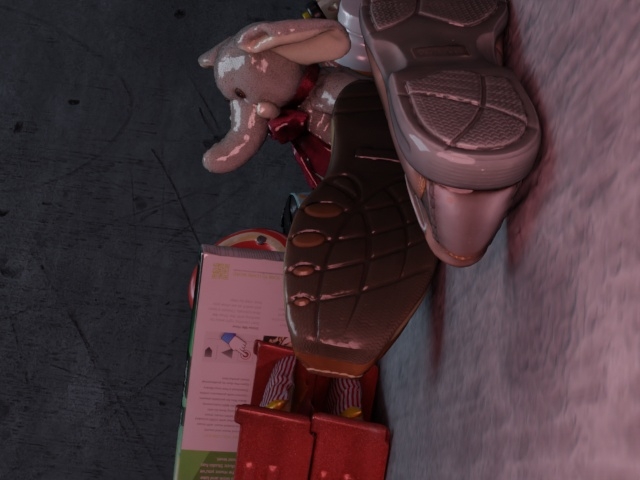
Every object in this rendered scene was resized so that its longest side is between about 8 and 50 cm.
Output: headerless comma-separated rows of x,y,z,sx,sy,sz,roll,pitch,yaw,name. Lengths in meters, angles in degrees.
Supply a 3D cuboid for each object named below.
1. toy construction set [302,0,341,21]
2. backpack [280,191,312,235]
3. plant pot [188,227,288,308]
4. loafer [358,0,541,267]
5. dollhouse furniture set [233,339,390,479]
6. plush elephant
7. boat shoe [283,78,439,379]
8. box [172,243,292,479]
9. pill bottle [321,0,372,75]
0.054,-0.524,1.429,0.308,0.258,0.237,97,157,-61,toy construction set
0.000,0.000,1.434,0.165,0.145,0.188,96,154,-47,backpack
-0.076,0.090,1.083,0.174,0.191,0.191,68,-157,-50,plant pot
0.070,-0.094,0.479,0.267,0.096,0.084,-87,-2,-50,loafer
-0.031,0.325,0.856,0.201,0.152,0.373,-89,7,-80,dollhouse furniture set
-0.028,-0.154,0.936,0.272,0.256,0.329,-171,94,-76,plush elephant
0.047,-0.011,0.689,0.119,0.123,0.324,92,-168,-47,boat shoe
-0.053,0.174,0.967,0.058,0.233,0.321,-134,52,-74,box
0.060,-0.254,1.171,0.121,0.121,0.216,-83,2,-48,pill bottle
